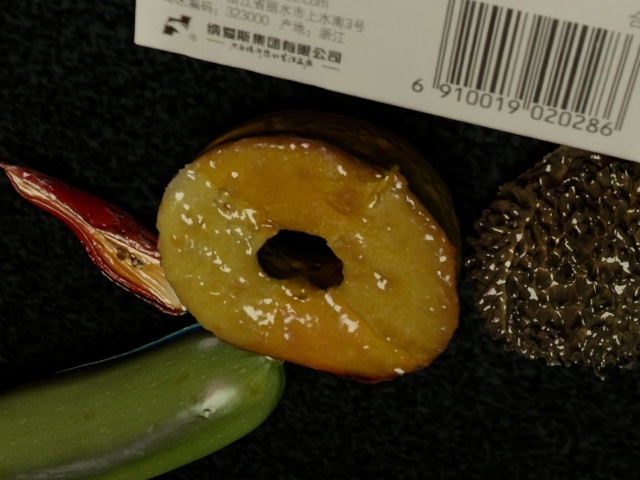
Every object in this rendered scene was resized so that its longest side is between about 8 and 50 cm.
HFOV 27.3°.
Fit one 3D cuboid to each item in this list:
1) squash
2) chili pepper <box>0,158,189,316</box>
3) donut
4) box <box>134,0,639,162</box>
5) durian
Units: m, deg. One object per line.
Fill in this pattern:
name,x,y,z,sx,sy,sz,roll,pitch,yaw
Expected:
squash,-0.164,0.135,0.938,0.341,0.094,0.094,-19,118,25
chili pepper,-0.141,-0.004,0.865,0.178,0.027,0.045,34,124,-9
donut,0.000,-0.002,0.796,0.190,0.074,0.174,-2,126,23
box,0.059,-0.174,0.620,0.274,0.116,0.203,14,128,8
durian,0.148,0.013,0.747,0.148,0.091,0.188,2,124,16
